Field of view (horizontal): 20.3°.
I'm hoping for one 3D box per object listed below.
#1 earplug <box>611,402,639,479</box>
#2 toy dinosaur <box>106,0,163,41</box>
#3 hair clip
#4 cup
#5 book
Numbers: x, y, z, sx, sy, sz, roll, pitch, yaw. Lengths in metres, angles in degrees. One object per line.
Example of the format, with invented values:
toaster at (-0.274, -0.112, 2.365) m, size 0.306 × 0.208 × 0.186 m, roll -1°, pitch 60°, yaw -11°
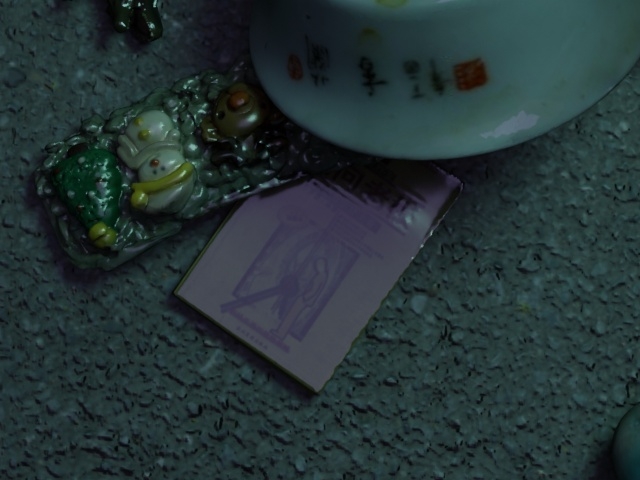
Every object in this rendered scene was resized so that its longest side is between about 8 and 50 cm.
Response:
earplug at (0.409, 0.216, 1.542) m, size 0.324 × 0.185 × 0.185 m, roll 20°, pitch 85°, yaw 3°
toy dinosaur at (-0.159, -0.274, 1.579) m, size 0.179 × 0.087 × 0.187 m, roll -17°, pitch 107°, yaw -42°
hair clip at (-0.089, -0.087, 1.520) m, size 0.321 × 0.091 × 0.138 m, roll -24°, pitch 78°, yaw -3°
cup at (0.095, -0.245, 1.438) m, size 0.347 × 0.163 × 0.347 m, roll -7°, pitch 49°, yaw 8°
book at (0.000, 0.000, 1.574) m, size 0.161 × 0.026 × 0.231 m, roll 35°, pitch 84°, yaw -3°
